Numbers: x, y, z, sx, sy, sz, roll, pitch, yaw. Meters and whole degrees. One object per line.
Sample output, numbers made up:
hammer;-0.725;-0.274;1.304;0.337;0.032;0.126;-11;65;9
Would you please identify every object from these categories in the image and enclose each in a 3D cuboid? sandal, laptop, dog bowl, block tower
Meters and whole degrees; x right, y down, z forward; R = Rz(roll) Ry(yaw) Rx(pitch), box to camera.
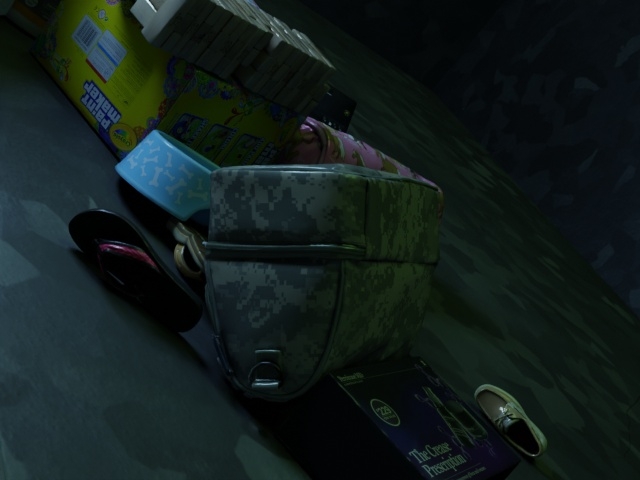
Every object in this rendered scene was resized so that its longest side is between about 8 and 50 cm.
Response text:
sandal;-0.156;0.021;1.341;0.072;0.049;0.180;36;1;-32
laptop;-0.022;-0.211;2.066;0.234;0.264;0.136;30;-18;-31
sandal;-0.203;0.032;1.173;0.179;0.067;0.040;43;28;3
dog bowl;-0.130;-0.048;1.457;0.297;0.074;0.166;33;5;-22
block tower;-0.113;-0.276;1.500;0.335;0.091;0.097;17;29;-54

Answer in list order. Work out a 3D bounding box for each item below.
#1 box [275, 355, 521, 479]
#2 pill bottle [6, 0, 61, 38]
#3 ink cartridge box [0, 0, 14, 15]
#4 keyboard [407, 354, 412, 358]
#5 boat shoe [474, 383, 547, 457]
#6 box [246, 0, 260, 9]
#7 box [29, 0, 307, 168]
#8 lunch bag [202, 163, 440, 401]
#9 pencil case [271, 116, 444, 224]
box;0.095;0.233;1.219;0.184;0.103;0.261;43;17;21
pill bottle;-0.376;-0.452;1.690;0.162;0.278;0.162;35;16;-12
ink cartridge box;-0.480;-0.457;1.430;0.091;0.308;0.385;42;18;11
keyboard;0.075;0.131;1.579;0.108;0.023;0.180;28;18;-53
boat shoe;0.284;0.269;1.614;0.135;0.050;0.045;42;11;9
box;-0.217;-0.463;2.284;0.142;0.154;0.300;27;20;-36
box;-0.224;-0.238;1.632;0.290;0.177;0.279;48;19;29
lunch bag;0.004;0.050;1.267;0.212;0.256;0.305;-1;-3;25
pencil case;0.054;-0.080;1.826;0.167;0.160;0.386;12;-5;41
